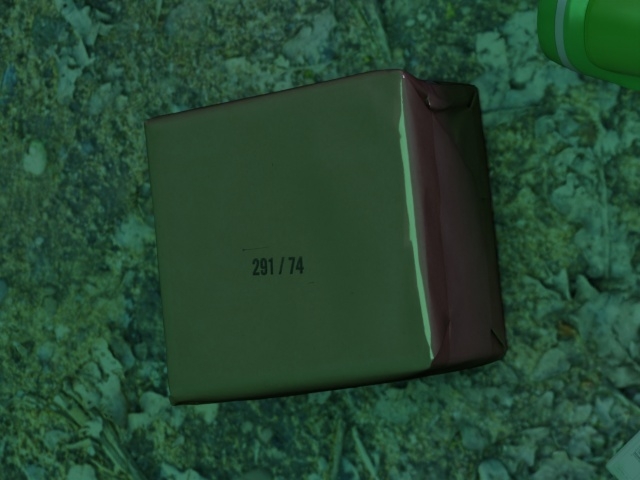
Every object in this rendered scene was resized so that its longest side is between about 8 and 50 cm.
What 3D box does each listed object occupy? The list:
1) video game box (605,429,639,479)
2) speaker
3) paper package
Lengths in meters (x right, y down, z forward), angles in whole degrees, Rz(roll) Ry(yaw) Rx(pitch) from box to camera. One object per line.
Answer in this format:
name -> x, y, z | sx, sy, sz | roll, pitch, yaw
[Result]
video game box -> 0.400, 0.212, 1.804 | 0.205, 0.048, 0.187 | -48, 65, 22
speaker -> 0.357, -0.197, 1.789 | 0.296, 0.131, 0.131 | 13, 96, 30
paper package -> 0.000, 0.000, 1.975 | 0.325, 0.168, 0.309 | -9, 85, 31
